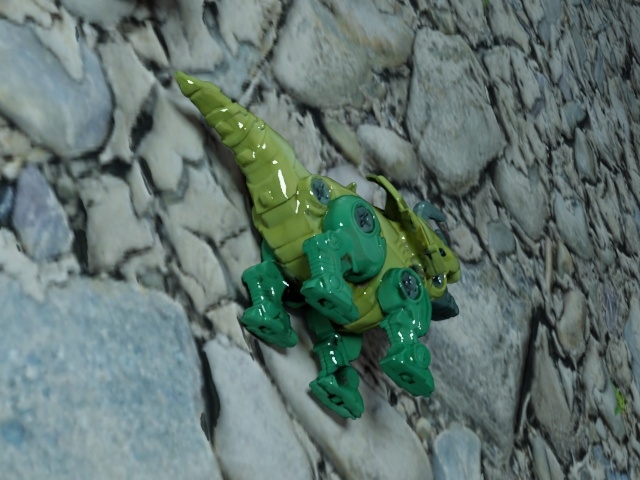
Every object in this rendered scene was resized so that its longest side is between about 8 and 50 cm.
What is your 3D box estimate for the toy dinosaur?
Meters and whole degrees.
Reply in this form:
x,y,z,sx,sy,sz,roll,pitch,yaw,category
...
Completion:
x,y,z,sx,sy,sz,roll,pitch,yaw,category
0.000,0.000,0.749,0.259,0.094,0.153,37,44,-33,toy dinosaur
